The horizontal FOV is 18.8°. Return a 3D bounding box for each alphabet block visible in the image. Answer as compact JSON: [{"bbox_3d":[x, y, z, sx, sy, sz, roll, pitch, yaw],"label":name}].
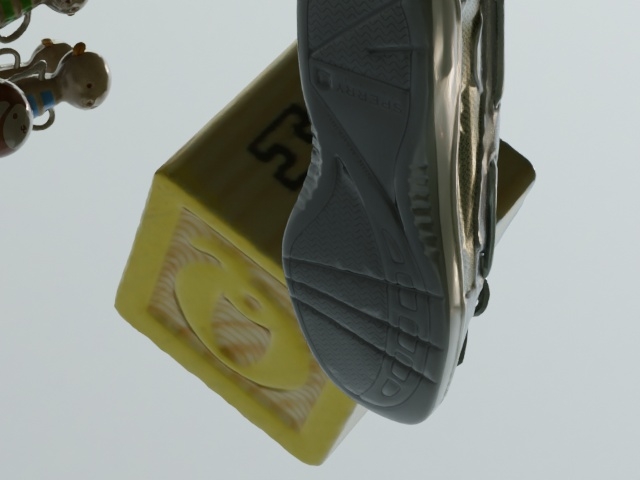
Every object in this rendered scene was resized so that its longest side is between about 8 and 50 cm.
[{"bbox_3d":[0.000,0.000,1.334,0.193,0.192,0.197,37,-123,10],"label":"alphabet block"}]

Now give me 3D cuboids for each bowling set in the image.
[{"bbox_3d":[-0.200,-0.137,1.336,0.154,0.287,0.200,-21,-124,-14],"label":"bowling set"}]

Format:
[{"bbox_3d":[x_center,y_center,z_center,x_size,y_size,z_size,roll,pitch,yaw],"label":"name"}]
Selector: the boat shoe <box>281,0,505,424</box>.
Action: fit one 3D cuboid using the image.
[{"bbox_3d":[0.051,-0.038,1.050,0.118,0.320,0.103,24,-138,34],"label":"boat shoe"}]
